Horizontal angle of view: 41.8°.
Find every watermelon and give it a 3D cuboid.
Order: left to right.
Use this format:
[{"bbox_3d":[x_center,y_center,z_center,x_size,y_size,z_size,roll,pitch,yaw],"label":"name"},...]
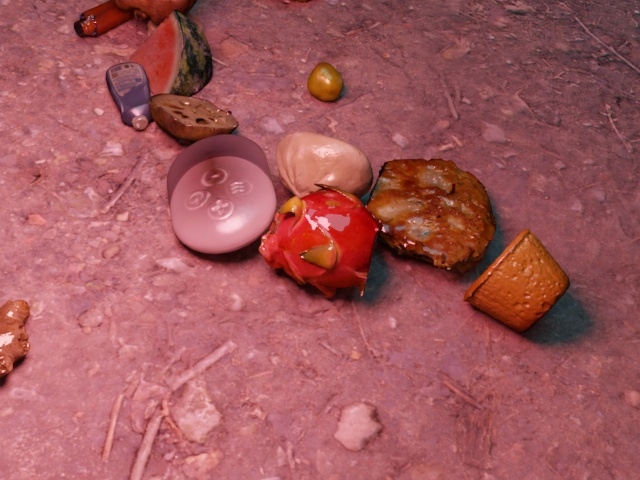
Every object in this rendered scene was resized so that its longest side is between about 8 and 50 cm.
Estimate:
[{"bbox_3d":[-0.368,-0.444,2.019,0.202,0.207,0.136,-10,23,-1],"label":"watermelon"}]

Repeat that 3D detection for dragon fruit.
[{"bbox_3d":[0.006,-0.001,1.670,0.227,0.224,0.224,21,46,8],"label":"dragon fruit"}]

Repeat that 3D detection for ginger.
[{"bbox_3d":[-0.572,0.185,1.439,0.137,0.074,0.213,39,45,21],"label":"ginger"}]

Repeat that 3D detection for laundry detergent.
[{"bbox_3d":[-0.436,-0.331,1.955,0.097,0.061,0.206,-7,50,-23],"label":"laundry detergent"}]

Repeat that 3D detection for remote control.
[{"bbox_3d":[-0.209,-0.103,1.755,0.221,0.103,0.332,-15,46,-2],"label":"remote control"}]

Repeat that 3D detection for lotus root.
[{"bbox_3d":[-0.411,-0.641,2.079,0.272,0.192,0.272,9,58,-14],"label":"lotus root"},{"bbox_3d":[-0.293,-0.266,1.911,0.204,0.077,0.183,4,29,-30],"label":"lotus root"}]

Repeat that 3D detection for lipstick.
[{"bbox_3d":[-0.477,-0.635,2.215,0.077,0.077,0.418,35,50,18],"label":"lipstick"}]

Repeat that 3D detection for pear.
[{"bbox_3d":[0.014,-0.400,2.113,0.092,0.096,0.092,0,16,0],"label":"pear"}]

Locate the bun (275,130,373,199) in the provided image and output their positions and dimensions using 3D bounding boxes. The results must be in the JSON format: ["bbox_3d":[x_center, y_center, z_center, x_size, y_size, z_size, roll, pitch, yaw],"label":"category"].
[{"bbox_3d":[0.003,-0.135,1.802,0.231,0.231,0.133,21,73,5],"label":"bun"}]

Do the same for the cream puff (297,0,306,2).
[{"bbox_3d":[-0.082,-0.782,2.395,0.221,0.194,0.194,-8,48,-44],"label":"cream puff"}]

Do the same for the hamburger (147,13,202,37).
[{"bbox_3d":[-0.379,-0.541,2.164,0.133,0.062,0.140,34,48,14],"label":"hamburger"}]

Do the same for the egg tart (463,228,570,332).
[{"bbox_3d":[0.401,0.093,1.697,0.147,0.202,0.203,45,52,11],"label":"egg tart"}]

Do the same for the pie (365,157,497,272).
[{"bbox_3d":[0.245,-0.060,1.849,0.289,0.102,0.354,18,42,3],"label":"pie"}]
